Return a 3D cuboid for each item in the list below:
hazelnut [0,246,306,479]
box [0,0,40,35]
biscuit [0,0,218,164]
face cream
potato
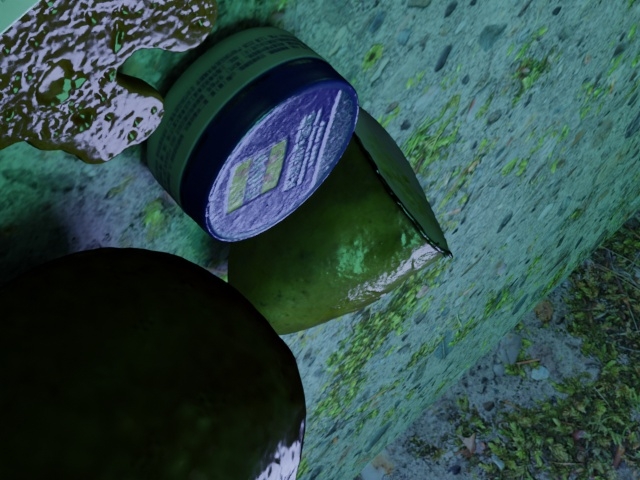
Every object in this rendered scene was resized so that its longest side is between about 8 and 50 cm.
[{"bbox_3d":[-0.213,0.208,1.039,0.353,0.421,0.421,16,120,-24],"label":"hazelnut"},{"bbox_3d":[-0.262,-0.138,0.702,0.198,0.029,0.109,-44,154,-11],"label":"box"},{"bbox_3d":[-0.218,-0.150,0.840,0.334,0.047,0.202,-5,131,-56],"label":"biscuit"},{"bbox_3d":[-0.070,-0.108,1.114,0.206,0.111,0.206,-39,156,-21],"label":"face cream"},{"bbox_3d":[0.000,0.000,1.344,0.266,0.229,0.229,-37,161,13],"label":"potato"}]
